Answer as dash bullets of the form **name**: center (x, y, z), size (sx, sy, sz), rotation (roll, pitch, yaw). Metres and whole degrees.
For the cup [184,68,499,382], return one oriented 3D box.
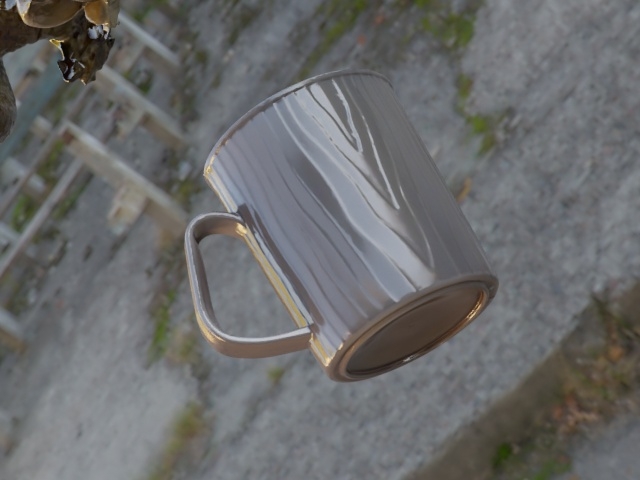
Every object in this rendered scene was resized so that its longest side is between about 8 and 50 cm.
- **cup**: center (0.010, -0.011, 1.355), size (0.288, 0.273, 0.208), rotation (-10, -29, -40)

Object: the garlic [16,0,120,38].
- **garlic**: center (-0.178, -0.195, 0.935), size (0.113, 0.074, 0.094), rotation (-56, -12, 21)

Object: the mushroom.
- **mushroom**: center (-0.502, -0.279, 1.847), size (0.356, 0.334, 0.331), rotation (-10, 62, 19)
